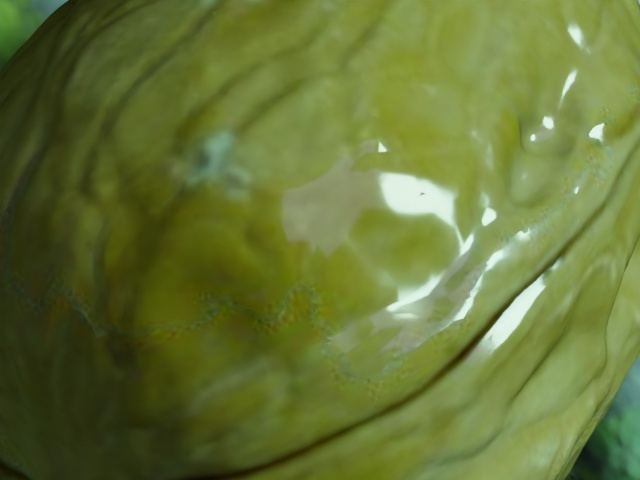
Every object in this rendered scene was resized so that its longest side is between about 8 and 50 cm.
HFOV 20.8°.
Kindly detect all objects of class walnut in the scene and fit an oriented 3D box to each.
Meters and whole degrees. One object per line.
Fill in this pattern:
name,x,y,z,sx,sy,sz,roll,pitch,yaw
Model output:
walnut,0.000,0.000,0.417,0.165,0.165,0.197,45,48,-13
